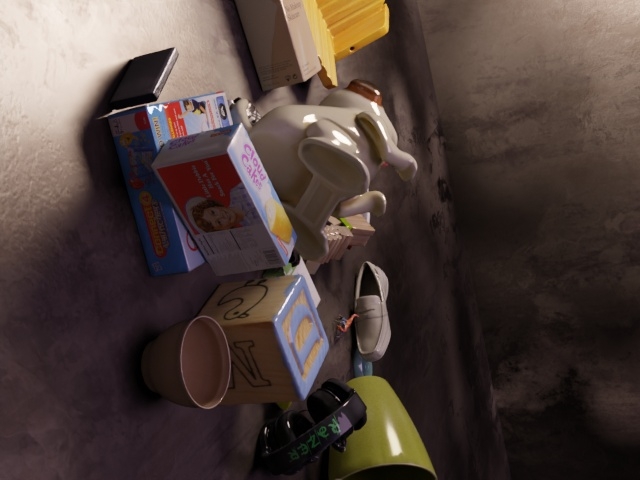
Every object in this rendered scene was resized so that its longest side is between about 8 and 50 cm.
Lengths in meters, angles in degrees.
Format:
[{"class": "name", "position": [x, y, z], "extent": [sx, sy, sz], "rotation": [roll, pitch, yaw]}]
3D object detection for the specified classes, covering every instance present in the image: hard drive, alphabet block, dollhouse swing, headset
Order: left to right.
[{"class": "hard drive", "position": [-0.317, -0.294, 1.428], "extent": [0.022, 0.094, 0.135], "rotation": [61, 30, -41]}, {"class": "alphabet block", "position": [-0.120, 0.201, 1.589], "extent": [0.192, 0.197, 0.193], "rotation": [-58, 135, -58]}, {"class": "headset", "position": [0.002, 0.432, 1.746], "extent": [0.185, 0.243, 0.394], "rotation": [55, -1, 2]}, {"class": "dollhouse swing", "position": [0.064, -0.651, 2.188], "extent": [0.346, 0.315, 0.305], "rotation": [59, 4, -43]}]

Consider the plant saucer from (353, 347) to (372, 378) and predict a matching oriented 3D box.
[{"class": "plant saucer", "position": [0.129, 0.374, 2.333], "extent": [0.119, 0.021, 0.119], "rotation": [-8, 90, -67]}]

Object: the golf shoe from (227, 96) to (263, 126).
[{"class": "golf shoe", "position": [-0.162, -0.284, 1.812], "extent": [0.198, 0.077, 0.093], "rotation": [-18, 99, -68]}]

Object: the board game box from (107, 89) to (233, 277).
[{"class": "board game box", "position": [-0.252, -0.119, 1.531], "extent": [0.302, 0.086, 0.308], "rotation": [-35, 114, -64]}]

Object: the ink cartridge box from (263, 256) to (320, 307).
[{"class": "ink cartridge box", "position": [-0.077, 0.092, 1.892], "extent": [0.209, 0.062, 0.109], "rotation": [67, 27, -22]}]

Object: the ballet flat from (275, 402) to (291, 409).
[{"class": "ballet flat", "position": [-0.088, 0.289, 1.786], "extent": [0.077, 0.077, 0.230], "rotation": [-59, 135, -57]}]

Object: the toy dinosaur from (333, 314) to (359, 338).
[{"class": "toy dinosaur", "position": [0.068, 0.230, 2.188], "extent": [0.047, 0.090, 0.082], "rotation": [58, -3, -15]}]

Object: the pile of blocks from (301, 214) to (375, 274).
[{"class": "pile of blocks", "position": [0.000, 0.000, 2.091], "extent": [0.362, 0.149, 0.112], "rotation": [-21, 145, -57]}]

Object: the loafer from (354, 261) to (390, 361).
[{"class": "loafer", "position": [0.143, 0.206, 2.325], "extent": [0.111, 0.112, 0.319], "rotation": [52, 29, -41]}]

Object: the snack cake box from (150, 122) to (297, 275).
[{"class": "snack cake box", "position": [-0.166, -0.066, 1.410], "extent": [0.089, 0.152, 0.264], "rotation": [-72, 146, -47]}]

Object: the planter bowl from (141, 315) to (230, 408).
[{"class": "planter bowl", "position": [-0.247, 0.218, 1.399], "extent": [0.162, 0.109, 0.161], "rotation": [-8, 90, -67]}]

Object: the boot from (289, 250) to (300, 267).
[{"class": "boot", "position": [-0.096, -0.094, 1.821], "extent": [0.263, 0.091, 0.229], "rotation": [54, 31, -18]}]

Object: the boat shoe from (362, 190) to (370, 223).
[{"class": "boat shoe", "position": [0.095, -0.133, 2.335], "extent": [0.102, 0.108, 0.301], "rotation": [15, 61, -64]}]

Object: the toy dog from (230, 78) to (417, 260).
[{"class": "toy dog", "position": [0.018, -0.200, 1.783], "extent": [0.408, 0.396, 0.284], "rotation": [-41, 157, -50]}]

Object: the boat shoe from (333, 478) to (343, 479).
[{"class": "boat shoe", "position": [0.052, 0.710, 1.903], "extent": [0.091, 0.109, 0.304], "rotation": [-125, -149, -57]}]

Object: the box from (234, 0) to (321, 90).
[{"class": "box", "position": [-0.113, -0.546, 1.954], "extent": [0.148, 0.121, 0.310], "rotation": [-55, 132, -58]}]

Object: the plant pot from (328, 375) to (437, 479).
[{"class": "plant pot", "position": [0.138, 0.512, 2.052], "extent": [0.274, 0.275, 0.293], "rotation": [57, 18, -45]}]
